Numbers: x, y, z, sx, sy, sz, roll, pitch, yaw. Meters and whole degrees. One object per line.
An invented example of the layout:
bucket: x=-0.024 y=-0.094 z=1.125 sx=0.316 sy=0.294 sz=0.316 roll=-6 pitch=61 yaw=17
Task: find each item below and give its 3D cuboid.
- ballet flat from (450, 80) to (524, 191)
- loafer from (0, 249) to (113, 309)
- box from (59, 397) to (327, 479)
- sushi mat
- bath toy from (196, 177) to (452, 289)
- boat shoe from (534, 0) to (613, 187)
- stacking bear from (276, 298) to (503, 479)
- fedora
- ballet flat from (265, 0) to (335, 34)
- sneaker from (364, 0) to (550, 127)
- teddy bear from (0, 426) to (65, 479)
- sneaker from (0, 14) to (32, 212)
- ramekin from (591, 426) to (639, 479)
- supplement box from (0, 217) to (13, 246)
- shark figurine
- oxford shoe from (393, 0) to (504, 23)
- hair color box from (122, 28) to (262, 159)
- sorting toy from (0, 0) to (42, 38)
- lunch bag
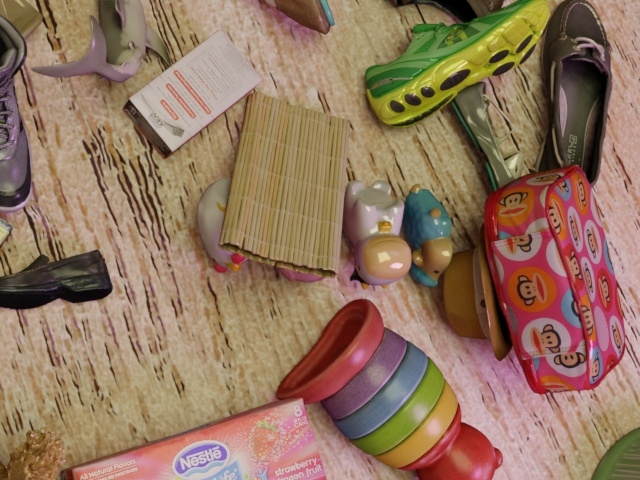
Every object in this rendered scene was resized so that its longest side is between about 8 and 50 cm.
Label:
ballet flat: x=0.258 y=-0.131 z=1.790 sx=0.068 sy=0.072 sz=0.213 roll=-25 pitch=86 yaw=10
loafer: x=-0.352 y=0.048 z=1.569 sx=0.170 sy=0.062 sz=0.061 roll=-3 pitch=68 yaw=-26
box: x=-0.154 y=0.309 z=1.535 sx=0.300 sy=0.142 sz=0.154 roll=-14 pitch=83 yaw=-20
sushi mat: x=-0.041 y=-0.078 z=1.616 sx=0.151 sy=0.019 sz=0.316 roll=15 pitch=42 yaw=-9
bath toy: x=0.000 y=0.000 z=1.663 sx=0.348 sy=0.129 sz=0.151 roll=3 pitch=35 yaw=-20
boat shoe: x=0.390 y=-0.215 z=1.842 sx=0.112 sy=0.095 sz=0.335 roll=12 pitch=76 yaw=-16
stacking bear: x=0.114 y=0.234 z=1.639 sx=0.289 sy=0.164 sz=0.175 roll=44 pitch=70 yaw=-11
fedora: x=0.218 y=0.074 z=1.722 sx=0.079 sy=0.194 sz=0.194 roll=-7 pitch=80 yaw=20
ballet flat: x=-0.088 y=-0.431 z=1.727 sx=0.124 sy=0.116 sz=0.342 roll=-19 pitch=85 yaw=-1
sneaker: x=0.192 y=-0.277 z=1.754 sx=0.295 sy=0.109 sz=0.123 roll=-29 pitch=62 yaw=-5
teddy bear: x=-0.396 y=0.312 z=1.440 sx=0.338 sy=0.113 sz=0.245 roll=20 pitch=90 yaw=11
sneaker: x=-0.403 y=-0.166 z=1.494 sx=0.101 sy=0.153 sz=0.269 roll=-17 pitch=94 yaw=-26
ramekin: x=0.543 y=0.404 z=1.747 sx=0.303 sy=0.148 sz=0.303 roll=4 pitch=79 yaw=-18
supplement box: x=-0.443 y=-0.003 z=1.544 sx=0.083 sy=0.056 sz=0.083 roll=35 pitch=71 yaw=-9
shark figurine: x=-0.284 y=-0.242 z=1.606 sx=0.116 sy=0.278 sz=0.166 roll=-21 pitch=121 yaw=15
oxford shoe: x=0.113 y=-0.419 z=1.776 sx=0.363 sy=0.130 sz=0.133 roll=22 pitch=80 yaw=-13
hair color box: x=-0.173 y=-0.198 z=1.674 sx=0.167 sy=0.053 sz=0.093 roll=-41 pitch=95 yaw=-22
sorting toy: x=-0.481 y=-0.324 z=1.606 sx=0.229 sy=0.041 sz=0.307 roll=41 pitch=70 yaw=-3
lunch bag: x=0.337 y=0.045 z=1.707 sx=0.258 sy=0.120 sz=0.293 roll=-28 pitch=105 yaw=-58
